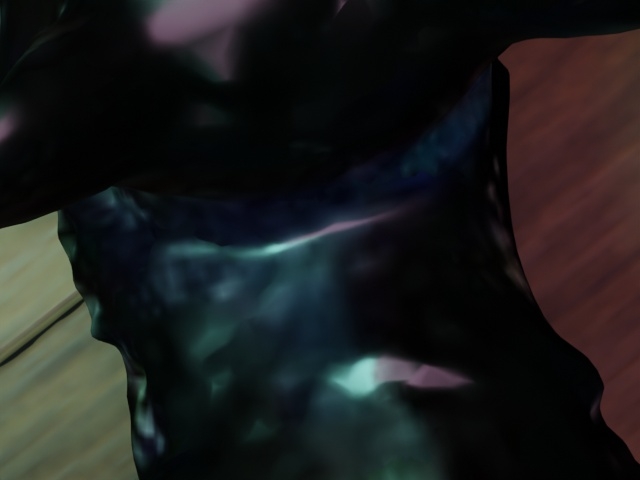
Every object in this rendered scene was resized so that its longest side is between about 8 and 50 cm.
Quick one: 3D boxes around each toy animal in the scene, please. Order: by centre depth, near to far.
[{"bbox_3d":[0.000,0.000,0.388,0.194,0.303,0.344,-16,98,-6],"label":"toy animal"}]
